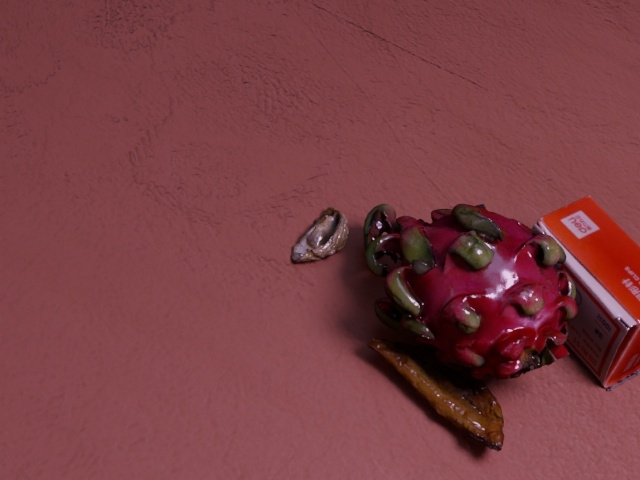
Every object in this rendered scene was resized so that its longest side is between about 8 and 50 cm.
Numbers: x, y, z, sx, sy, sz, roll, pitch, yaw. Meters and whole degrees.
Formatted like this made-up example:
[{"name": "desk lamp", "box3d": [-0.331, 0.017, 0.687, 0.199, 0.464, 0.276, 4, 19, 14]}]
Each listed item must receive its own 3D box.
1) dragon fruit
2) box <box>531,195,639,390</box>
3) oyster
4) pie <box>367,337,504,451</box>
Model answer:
[{"name": "dragon fruit", "box3d": [0.161, 0.054, 1.464, 0.218, 0.273, 0.198, -9, 96, -25]}, {"name": "box", "box3d": [0.320, 0.062, 1.513, 0.099, 0.133, 0.182, -24, 60, -25]}, {"name": "oyster", "box3d": [0.000, 0.000, 1.579, 0.083, 0.038, 0.080, -34, 33, -3]}, {"name": "pie", "box3d": [0.143, 0.166, 1.454, 0.191, 0.033, 0.088, 40, 38, 23]}]
